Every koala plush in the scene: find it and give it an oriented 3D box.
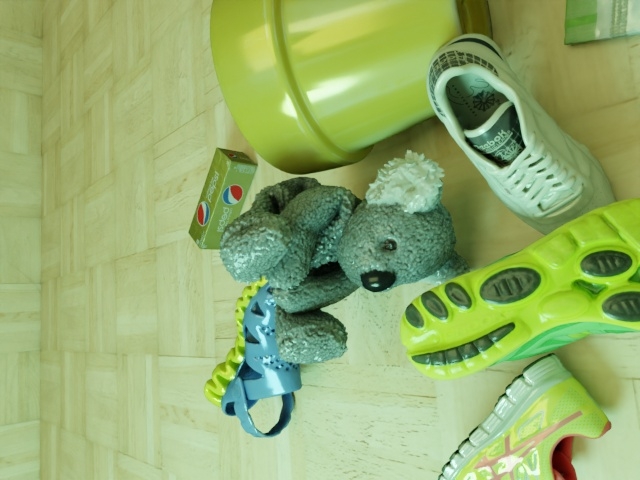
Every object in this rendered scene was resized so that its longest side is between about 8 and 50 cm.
[{"bbox_3d":[0.045,0.000,0.551,0.221,0.203,0.196,-12,123,25],"label":"koala plush"}]

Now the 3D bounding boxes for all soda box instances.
[{"bbox_3d":[-0.181,-0.074,0.912,0.061,0.058,0.181,43,118,40],"label":"soda box"}]

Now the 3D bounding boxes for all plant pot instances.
[{"bbox_3d":[0.052,-0.214,0.551,0.239,0.254,0.254,-5,83,31],"label":"plant pot"}]

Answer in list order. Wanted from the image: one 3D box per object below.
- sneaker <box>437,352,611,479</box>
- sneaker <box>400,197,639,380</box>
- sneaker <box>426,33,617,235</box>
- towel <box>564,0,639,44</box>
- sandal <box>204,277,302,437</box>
[{"bbox_3d":[0.191,0.213,0.479,0.094,0.081,0.208,42,120,32],"label":"sneaker"},{"bbox_3d":[0.215,0.041,0.440,0.295,0.123,0.109,-21,79,25],"label":"sneaker"},{"bbox_3d":[0.173,-0.069,0.429,0.235,0.095,0.090,43,119,-10],"label":"sneaker"},{"bbox_3d":[0.291,-0.236,0.427,0.152,0.023,0.113,13,108,49],"label":"towel"},{"bbox_3d":[-0.067,0.172,0.739,0.138,0.126,0.317,45,128,35],"label":"sandal"}]
